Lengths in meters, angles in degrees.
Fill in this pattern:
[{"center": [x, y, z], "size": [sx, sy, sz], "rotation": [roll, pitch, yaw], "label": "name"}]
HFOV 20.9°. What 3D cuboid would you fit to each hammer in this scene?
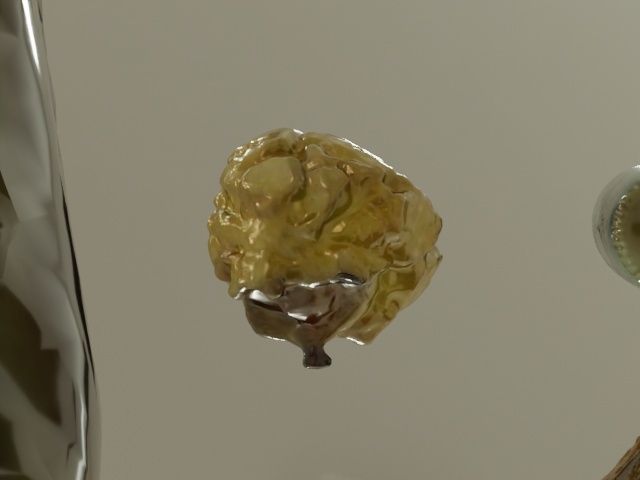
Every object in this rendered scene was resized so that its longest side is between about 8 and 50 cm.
[{"center": [0.378, 0.030, 1.467], "size": [0.305, 0.202, 0.113], "rotation": [25, -83, 2], "label": "hammer"}]

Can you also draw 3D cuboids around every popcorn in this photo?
[{"center": [0.000, 0.000, 1.127], "size": [0.167, 0.148, 0.152], "rotation": [37, -140, -40], "label": "popcorn"}]

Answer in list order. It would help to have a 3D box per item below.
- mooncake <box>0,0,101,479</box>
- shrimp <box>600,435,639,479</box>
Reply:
[{"center": [-0.183, -0.074, 0.410], "size": [0.246, 0.393, 0.394], "rotation": [-10, -138, -2], "label": "mooncake"}, {"center": [0.216, 0.140, 1.054], "size": [0.051, 0.198, 0.262], "rotation": [44, -154, 21], "label": "shrimp"}]
